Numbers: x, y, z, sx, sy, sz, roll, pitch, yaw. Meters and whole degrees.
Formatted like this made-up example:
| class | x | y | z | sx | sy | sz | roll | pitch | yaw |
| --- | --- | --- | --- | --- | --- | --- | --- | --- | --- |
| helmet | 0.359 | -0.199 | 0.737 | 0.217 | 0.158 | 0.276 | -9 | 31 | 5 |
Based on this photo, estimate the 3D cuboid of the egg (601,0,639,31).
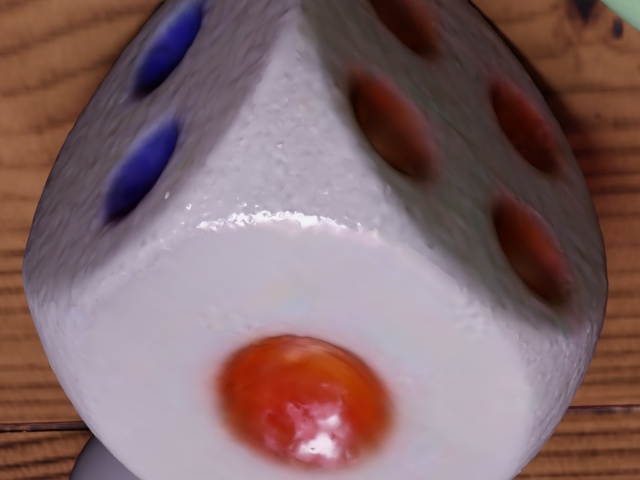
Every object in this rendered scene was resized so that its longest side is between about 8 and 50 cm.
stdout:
| class | x | y | z | sx | sy | sz | roll | pitch | yaw |
| --- | --- | --- | --- | --- | --- | --- | --- | --- | --- |
| egg | 0.208 | -0.185 | 0.744 | 0.269 | 0.220 | 0.220 | 30 | 130 | -34 |

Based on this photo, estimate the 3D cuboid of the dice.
| class | x | y | z | sx | sy | sz | roll | pitch | yaw |
| --- | --- | --- | --- | --- | --- | --- | --- | --- | --- |
| dice | 0.000 | 0.000 | 0.922 | 0.259 | 0.251 | 0.243 | 37 | 125 | -26 |

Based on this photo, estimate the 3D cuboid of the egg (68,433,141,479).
| class | x | y | z | sx | sy | sz | roll | pitch | yaw |
| --- | --- | --- | --- | --- | --- | --- | --- | --- | --- |
| egg | -0.108 | 0.187 | 1.180 | 0.146 | 0.146 | 0.199 | 27 | 136 | -18 |
